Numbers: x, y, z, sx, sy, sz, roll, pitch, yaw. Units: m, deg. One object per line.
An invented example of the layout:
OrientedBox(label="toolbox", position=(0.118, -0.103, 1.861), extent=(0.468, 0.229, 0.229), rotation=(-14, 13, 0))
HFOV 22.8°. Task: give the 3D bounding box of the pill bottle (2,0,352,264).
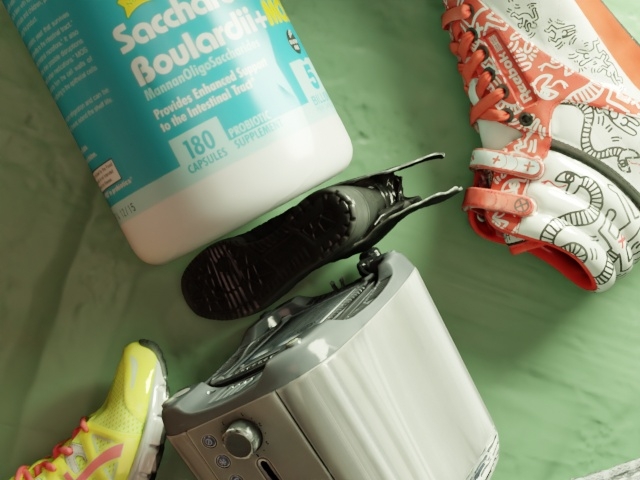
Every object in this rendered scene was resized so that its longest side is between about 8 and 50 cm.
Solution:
OrientedBox(label="pill bottle", position=(-0.100, -0.129, 0.934), extent=(0.146, 0.146, 0.264), rotation=(-28, 93, -7))

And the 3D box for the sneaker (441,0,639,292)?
OrientedBox(label="sneaker", position=(0.120, -0.089, 0.989), extent=(0.270, 0.090, 0.145), rotation=(43, 82, -7))

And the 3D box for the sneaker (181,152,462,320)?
OrientedBox(label="sneaker", position=(-0.001, -0.002, 0.984), extent=(0.170, 0.089, 0.051), rotation=(-30, 84, 32))

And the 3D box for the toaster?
OrientedBox(label="toaster", position=(0.017, 0.106, 0.931), extent=(0.129, 0.227, 0.146), rotation=(-26, 97, 27))

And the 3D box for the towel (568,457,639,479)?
OrientedBox(label="towel", position=(0.176, 0.258, 0.947), extent=(0.283, 0.121, 0.235), rotation=(-22, 91, 15))

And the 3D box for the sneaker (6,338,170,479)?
OrientedBox(label="sneaker", position=(-0.153, 0.153, 0.956), extent=(0.094, 0.081, 0.208), rotation=(21, 87, -4))
